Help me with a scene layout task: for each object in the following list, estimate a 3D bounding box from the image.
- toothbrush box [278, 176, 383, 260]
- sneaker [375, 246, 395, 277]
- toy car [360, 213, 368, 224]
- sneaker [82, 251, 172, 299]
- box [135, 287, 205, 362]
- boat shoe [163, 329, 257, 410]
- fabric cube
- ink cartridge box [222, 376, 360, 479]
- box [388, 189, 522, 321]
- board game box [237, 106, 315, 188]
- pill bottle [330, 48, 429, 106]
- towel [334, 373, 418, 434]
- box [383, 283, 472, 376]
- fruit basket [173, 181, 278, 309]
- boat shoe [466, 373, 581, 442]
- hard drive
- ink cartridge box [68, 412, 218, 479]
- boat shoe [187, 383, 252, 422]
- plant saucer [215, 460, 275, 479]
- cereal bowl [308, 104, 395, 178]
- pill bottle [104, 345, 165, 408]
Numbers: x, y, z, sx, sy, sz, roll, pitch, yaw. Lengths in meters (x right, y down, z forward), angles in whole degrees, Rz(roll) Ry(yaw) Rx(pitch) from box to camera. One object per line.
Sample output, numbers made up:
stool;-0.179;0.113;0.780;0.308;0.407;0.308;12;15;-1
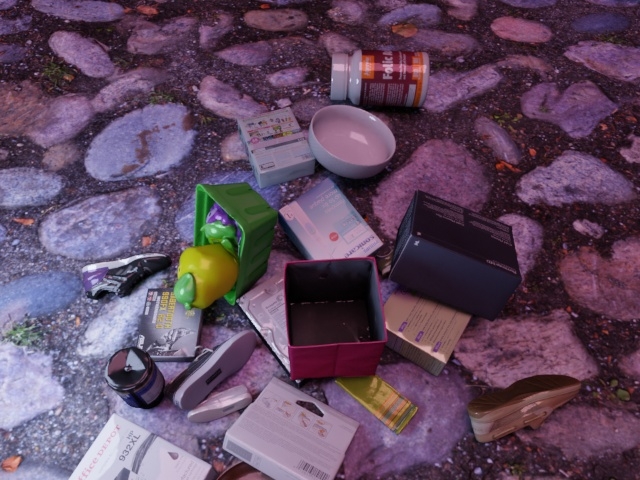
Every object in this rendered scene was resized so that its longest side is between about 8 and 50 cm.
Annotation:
toothbrush box;0.028;-0.023;1.695;0.216;0.126;0.296;-34;79;-13
sneaker;0.274;0.051;1.740;0.192;0.064;0.086;-23;60;-16
toy car;0.124;-0.050;1.834;0.122;0.060;0.041;-31;105;-2
sneaker;-0.621;0.125;1.668;0.283;0.107;0.124;-12;72;-5
box;-0.461;0.261;1.589;0.183;0.056;0.231;1;56;0
boat shoe;-0.319;0.361;1.496;0.104;0.113;0.306;19;49;35
fabric cube;0.031;0.223;1.431;0.259;0.258;0.254;-3;57;-4
ink cartridge box;-0.071;0.533;1.397;0.296;0.066;0.261;24;27;15
box;0.412;0.036;1.592;0.343;0.179;0.312;22;32;2
board game box;-0.175;-0.367;1.994;0.224;0.097;0.303;-16;59;-13
pill bottle;0.240;-0.676;2.132;0.392;0.224;0.224;2;56;0
towel;0.163;0.451;1.497;0.237;0.021;0.102;36;62;21
box;0.311;0.253;1.575;0.243;0.117;0.213;29;60;16
fruit basket;-0.323;0.042;1.553;0.392;0.392;0.283;-35;64;-22
boat shoe;0.581;0.472;1.450;0.341;0.121;0.110;-15;95;-8
hard drive;-0.076;0.255;1.599;0.236;0.064;0.339;-31;61;-21
ink cartridge box;-0.454;0.620;1.305;0.307;0.129;0.223;22;59;13
boat shoe;-0.290;0.460;1.459;0.184;0.066;0.063;-20;45;-11
plant saucer;-0.152;0.717;1.295;0.310;0.050;0.311;0;56;0
cereal bowl;0.108;-0.355;1.944;0.338;0.141;0.339;9;50;-11
pill bottle;-0.499;0.387;1.406;0.122;0.219;0.123;1;56;-1
